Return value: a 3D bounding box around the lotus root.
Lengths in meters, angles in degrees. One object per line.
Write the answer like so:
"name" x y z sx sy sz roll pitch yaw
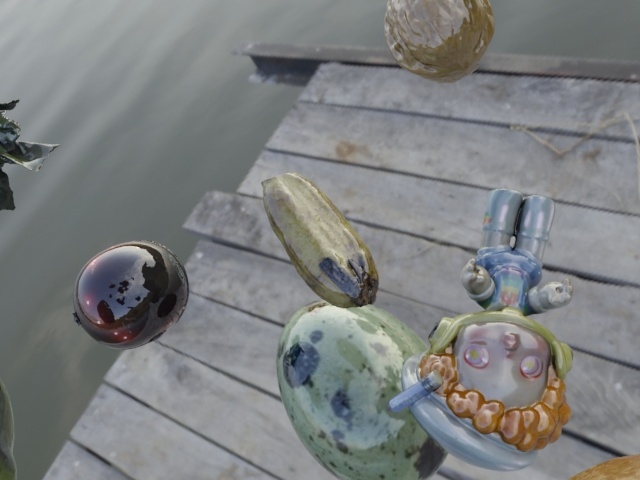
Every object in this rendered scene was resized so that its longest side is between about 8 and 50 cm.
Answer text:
"lotus root" 0.000 0.000 1.241 0.110 0.097 0.258 -28 74 -21

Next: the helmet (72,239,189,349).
"helmet" -0.349 0.099 1.467 0.215 0.193 0.189 -28 86 4

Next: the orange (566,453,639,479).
"orange" 0.158 0.186 0.332 0.206 0.206 0.206 -18 46 20

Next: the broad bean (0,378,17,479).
"broad bean" -0.538 0.273 1.177 0.119 0.291 0.238 -18 6 8

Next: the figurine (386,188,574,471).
"figurine" 0.264 0.127 1.130 0.224 0.205 0.382 27 78 1

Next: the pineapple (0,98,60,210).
"pineapple" -0.359 -0.153 0.768 0.130 0.119 0.277 -25 67 -26

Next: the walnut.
"walnut" 0.217 -0.386 1.457 0.213 0.213 0.213 -18 46 20

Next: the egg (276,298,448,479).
"egg" 0.074 0.271 1.443 0.287 0.287 0.379 -43 78 -5
